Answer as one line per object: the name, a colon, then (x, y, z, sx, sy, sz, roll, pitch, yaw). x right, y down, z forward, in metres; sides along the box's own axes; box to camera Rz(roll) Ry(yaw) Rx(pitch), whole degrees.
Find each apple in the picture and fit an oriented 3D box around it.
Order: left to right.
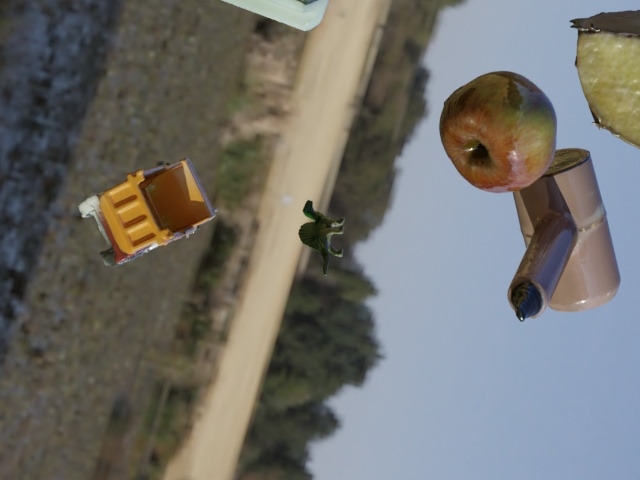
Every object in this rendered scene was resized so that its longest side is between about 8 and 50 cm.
apple: (0.183, -0.109, 1.600, 0.102, 0.126, 0.126, -38, 161, -33)

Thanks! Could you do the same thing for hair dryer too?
hair dryer: (0.263, 0.033, 1.851, 0.344, 0.107, 0.189, -49, 127, -61)

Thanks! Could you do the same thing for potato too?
potato: (0.294, -0.111, 1.124, 0.138, 0.243, 0.098, -63, 158, -69)

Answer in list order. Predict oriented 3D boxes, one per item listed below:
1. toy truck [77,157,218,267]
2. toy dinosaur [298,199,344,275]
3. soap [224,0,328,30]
toy truck: (-0.229, -0.042, 2.129, 0.114, 0.135, 0.270, 65, 10, -3)
toy dinosaur: (0.000, 0.000, 2.095, 0.029, 0.060, 0.119, 90, 3, -57)
soap: (-0.096, -0.331, 1.668, 0.094, 0.261, 0.150, 116, -6, -74)
